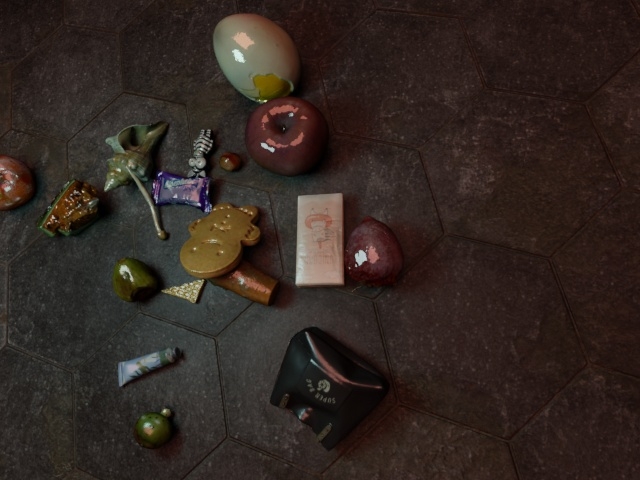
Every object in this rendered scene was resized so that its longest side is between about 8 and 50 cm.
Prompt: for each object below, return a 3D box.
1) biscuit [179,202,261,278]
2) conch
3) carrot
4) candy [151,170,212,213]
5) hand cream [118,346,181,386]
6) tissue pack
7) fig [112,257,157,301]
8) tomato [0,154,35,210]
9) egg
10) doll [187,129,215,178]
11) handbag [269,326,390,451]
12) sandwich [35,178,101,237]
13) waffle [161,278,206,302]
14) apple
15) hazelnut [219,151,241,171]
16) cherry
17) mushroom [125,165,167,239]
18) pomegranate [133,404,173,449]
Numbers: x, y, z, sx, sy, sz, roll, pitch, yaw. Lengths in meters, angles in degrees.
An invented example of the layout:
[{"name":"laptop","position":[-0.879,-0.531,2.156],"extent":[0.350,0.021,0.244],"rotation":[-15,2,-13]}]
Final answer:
[{"name":"biscuit","position":[-0.352,-0.013,1.468],"extent":[0.276,0.052,0.354],"rotation":[9,45,16]},{"name":"conch","position":[-0.753,-0.345,1.672],"extent":[0.170,0.203,0.385],"rotation":[-16,45,32]},{"name":"carrot","position":[-0.290,0.120,1.468],"extent":[0.302,0.138,0.138],"rotation":[21,81,14]},{"name":"candy","position":[-0.535,-0.189,1.623],"extent":[0.276,0.070,0.145],"rotation":[8,88,16]},{"name":"hand cream","position":[-0.615,0.443,1.494],"extent":[0.256,0.055,0.088],"rotation":[-22,68,12]},{"name":"tissue pack","position":[0.000,0.000,1.470],"extent":[0.170,0.071,0.324],"rotation":[-1,75,9]},{"name":"fig","position":[-0.689,0.139,1.536],"extent":[0.144,0.154,0.165],"rotation":[-31,109,-36]},{"name":"tomato","position":[-1.312,-0.240,1.740],"extent":[0.232,0.189,0.231],"rotation":[2,83,-20]},{"name":"egg","position":[-0.237,-0.686,1.568],"extent":[0.283,0.345,0.282],"rotation":[-29,44,32]},{"name":"doll","position":[-0.470,-0.339,1.658],"extent":[0.091,0.067,0.219],"rotation":[5,78,16]},{"name":"handbag","position":[0.006,0.466,1.316],"extent":[0.343,0.152,0.287],"rotation":[32,96,18]},{"name":"sandwich","position":[-0.948,-0.125,1.650],"extent":[0.301,0.162,0.250],"rotation":[-5,58,41]},{"name":"waffle","position":[-0.508,0.169,1.554],"extent":[0.153,0.023,0.097],"rotation":[14,77,15]},{"name":"apple","position":[-0.118,-0.365,1.507],"extent":[0.307,0.235,0.305],"rotation":[-2,78,9]},{"name":"hazelnut","position":[-0.349,-0.308,1.623],"extent":[0.086,0.086,0.085],"rotation":[-3,75,11]},{"name":"cherry","position":[0.170,0.036,1.376],"extent":[0.192,0.175,0.249],"rotation":[-10,74,23]},{"name":"mushroom","position":[-0.662,-0.144,1.606],"extent":[0.043,0.068,0.305],"rotation":[-26,98,-21]},{"name":"pomegranate","position":[-0.554,0.631,1.399],"extent":[0.131,0.130,0.130],"rotation":[-3,75,11]}]
